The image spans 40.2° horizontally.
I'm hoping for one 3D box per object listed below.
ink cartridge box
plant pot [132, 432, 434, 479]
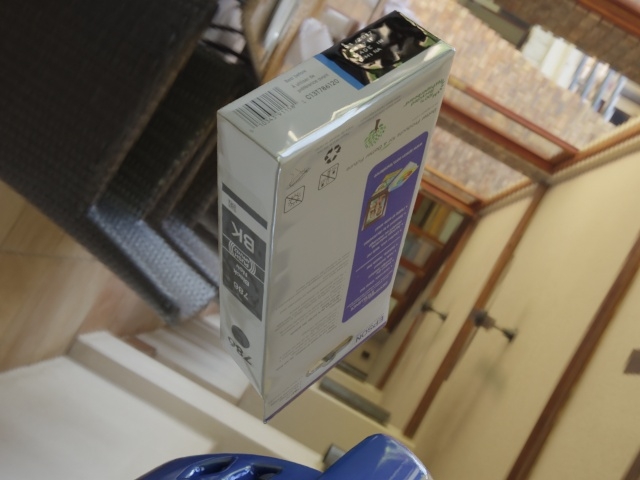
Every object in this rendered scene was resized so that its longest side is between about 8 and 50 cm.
[{"bbox_3d":[0.000,0.000,0.673,0.165,0.065,0.333,-36,152,-30],"label":"ink cartridge box"},{"bbox_3d":[-0.033,0.238,0.415,0.212,0.236,0.236,-23,-179,33],"label":"plant pot"}]
